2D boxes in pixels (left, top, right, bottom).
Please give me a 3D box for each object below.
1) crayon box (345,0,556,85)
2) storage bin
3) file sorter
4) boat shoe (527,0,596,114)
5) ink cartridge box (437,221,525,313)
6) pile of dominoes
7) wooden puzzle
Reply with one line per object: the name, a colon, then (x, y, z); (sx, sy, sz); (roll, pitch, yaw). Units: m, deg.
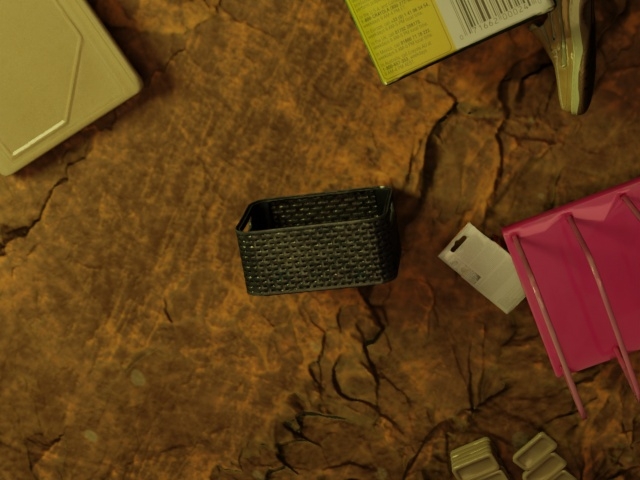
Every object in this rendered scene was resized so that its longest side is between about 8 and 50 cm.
crayon box: (0.098, -0.352, 1.285); (0.202, 0.081, 0.318); (-22, 96, 16)
storage bin: (0.000, 0.000, 1.427); (0.180, 0.122, 0.084); (-7, 110, 10)
file sorter: (0.383, 0.052, 1.349); (0.291, 0.182, 0.202); (-21, 107, 8)
boat shoe: (0.268, -0.235, 1.341); (0.072, 0.068, 0.190); (2, 102, 20)
ink cartridge box: (0.205, 0.029, 1.463); (0.115, 0.029, 0.063); (39, 110, -7)
pile of dominoes: (0.263, 0.365, 1.592); (0.196, 0.040, 0.251); (-26, 113, 15)
wooden puzzle: (-0.357, -0.220, 1.439); (0.239, 0.044, 0.221); (-28, 105, 21)
